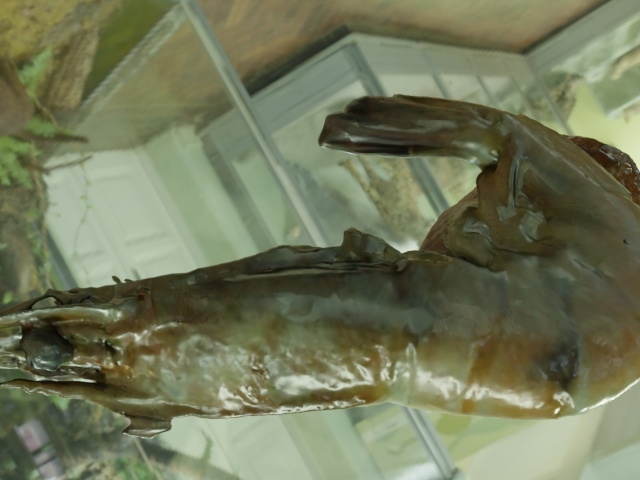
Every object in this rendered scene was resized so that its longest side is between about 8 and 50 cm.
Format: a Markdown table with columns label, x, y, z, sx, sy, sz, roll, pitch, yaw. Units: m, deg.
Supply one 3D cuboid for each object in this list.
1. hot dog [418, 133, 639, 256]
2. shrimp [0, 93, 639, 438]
| label | x | y | z | sx | sy | sz | roll | pitch | yaw |
| --- | --- | --- | --- | --- | --- | --- | --- | --- | --- |
| hot dog | 0.188 | 0.006 | 0.818 | 0.227 | 0.160 | 0.099 | -39 | 166 | 10 |
| shrimp | 0.000 | 0.000 | 0.383 | 0.296 | 0.169 | 0.058 | -1 | 140 | -6 |
